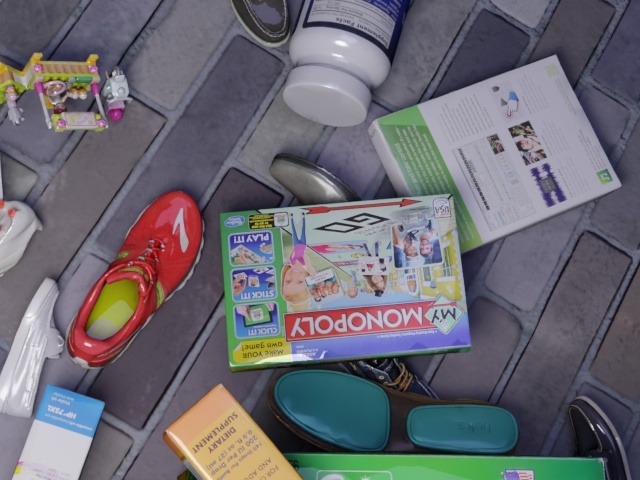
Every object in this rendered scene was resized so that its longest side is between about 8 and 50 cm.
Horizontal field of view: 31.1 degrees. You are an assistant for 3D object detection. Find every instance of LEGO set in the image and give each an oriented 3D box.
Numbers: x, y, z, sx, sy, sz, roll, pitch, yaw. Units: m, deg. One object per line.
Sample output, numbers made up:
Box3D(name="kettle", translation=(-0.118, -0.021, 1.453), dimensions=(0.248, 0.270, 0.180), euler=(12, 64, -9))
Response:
Box3D(name="LEGO set", translation=(-0.390, -0.168, 1.536), dimensions=(0.287, 0.132, 0.107), euler=(-14, 72, -17))

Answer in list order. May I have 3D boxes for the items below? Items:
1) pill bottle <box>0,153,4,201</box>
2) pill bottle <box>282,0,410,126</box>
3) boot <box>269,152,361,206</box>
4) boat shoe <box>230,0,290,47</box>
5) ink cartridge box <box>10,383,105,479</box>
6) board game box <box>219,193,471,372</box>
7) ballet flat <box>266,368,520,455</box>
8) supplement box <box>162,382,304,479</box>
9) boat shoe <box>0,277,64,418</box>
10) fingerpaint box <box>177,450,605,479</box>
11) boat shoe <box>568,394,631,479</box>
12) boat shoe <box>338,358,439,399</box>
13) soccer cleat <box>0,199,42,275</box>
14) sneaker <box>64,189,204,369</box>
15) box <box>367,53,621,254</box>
Box3D(name="pill bottle", translation=(-0.505, -0.079, 1.510), dimensions=(0.170, 0.094, 0.094), euler=(-3, 76, -14))
Box3D(name="pill bottle", translation=(0.040, -0.308, 1.664), dimensions=(0.153, 0.153, 0.264), euler=(19, 72, -7))
Box3D(name="boot", translation=(0.000, 0.000, 1.611), dimensions=(0.247, 0.083, 0.161), euler=(36, 76, 0))
Box3D(name="boat shoe", translation=(-0.101, -0.397, 1.701), dimensions=(0.081, 0.068, 0.227), euler=(-19, 80, -17))
Box3D(name="ink cartridge box", translation=(-0.342, 0.304, 1.417), dimensions=(0.078, 0.134, 0.231), euler=(20, 71, -7))
Box3D(name="board game box", translation=(0.031, 0.056, 1.536), dimensions=(0.318, 0.046, 0.213), euler=(-5, 73, -1))
Box3D(name="ballet flat", translation=(0.091, 0.250, 1.532), dimensions=(0.343, 0.124, 0.116), euler=(7, 62, -8))
Box3D(name="supplement box", translation=(-0.053, 0.254, 1.136), dimensions=(0.078, 0.080, 0.233), euler=(-41, 88, -17))
Box3D(name="boat shoe", translation=(-0.367, 0.141, 1.494), dimensions=(0.063, 0.066, 0.184), euler=(20, 71, -9))
Box3D(name="fingerpaint box", translation=(0.061, 0.343, 1.372), dimensions=(0.445, 0.371, 0.163), euler=(3, 74, -11))
Box3D(name="boat shoe", translation=(0.387, 0.320, 1.609), dimensions=(0.065, 0.075, 0.206), euler=(-19, 84, -20))
Box3D(name="boat shoe", translation=(0.098, 0.191, 1.574), dimensions=(0.183, 0.083, 0.065), euler=(37, 70, -1))
Box3D(name="soccer cleat", translation=(-0.443, 0.033, 1.511), dimensions=(0.196, 0.076, 0.068), euler=(-48, 55, -6))
Box3D(name="sneaker", translation=(-0.236, 0.049, 1.521), dimensions=(0.107, 0.118, 0.279), euler=(31, 71, -4))
Box3D(name="box", translation=(0.259, -0.122, 1.714), dimensions=(0.322, 0.058, 0.232), euler=(-21, 80, -18))
